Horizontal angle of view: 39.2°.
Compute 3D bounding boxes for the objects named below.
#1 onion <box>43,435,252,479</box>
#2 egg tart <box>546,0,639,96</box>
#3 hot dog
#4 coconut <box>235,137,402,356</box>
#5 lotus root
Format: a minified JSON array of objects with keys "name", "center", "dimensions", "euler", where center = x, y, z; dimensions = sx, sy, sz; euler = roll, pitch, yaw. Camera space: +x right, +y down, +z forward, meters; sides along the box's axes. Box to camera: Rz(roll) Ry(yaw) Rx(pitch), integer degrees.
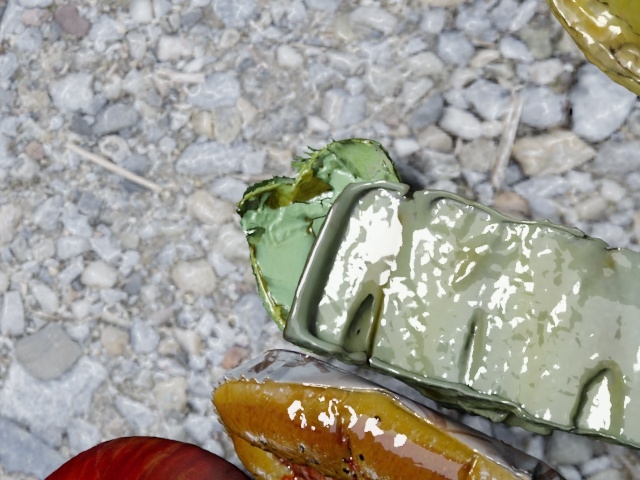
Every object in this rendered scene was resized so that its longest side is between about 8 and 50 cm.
[{"name":"onion","center":[-0.129,0.259,0.619],"dimensions":[0.248,0.161,0.248],"euler":[-6,81,39]},{"name":"egg tart","center":[0.273,-0.241,0.502],"dimensions":[0.345,0.132,0.345],"euler":[-2,83,19]},{"name":"hot dog","center":[0.043,0.150,0.585],"dimensions":[0.268,0.144,0.075],"euler":[19,50,28]},{"name":"coconut","center":[0.004,0.000,0.662],"dimensions":[0.133,0.055,0.158],"euler":[22,90,21]},{"name":"lotus root","center":[0.107,0.051,0.570],"dimensions":[0.235,0.138,0.119],"euler":[17,79,13]}]
